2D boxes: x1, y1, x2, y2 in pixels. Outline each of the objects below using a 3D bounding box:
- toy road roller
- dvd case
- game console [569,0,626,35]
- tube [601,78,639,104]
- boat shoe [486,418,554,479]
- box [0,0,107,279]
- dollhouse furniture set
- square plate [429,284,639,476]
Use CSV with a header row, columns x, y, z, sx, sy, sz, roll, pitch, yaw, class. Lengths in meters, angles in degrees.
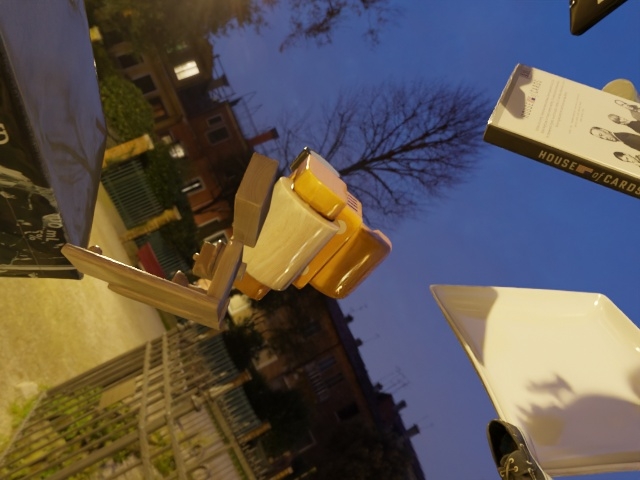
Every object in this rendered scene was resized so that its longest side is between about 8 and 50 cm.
x,y,z,sx,sy,sz,roll,pitch,yaw,class
0.000,0.000,0.889,0.240,0.202,0.329,40,15,-8,toy road roller
0.321,-0.122,0.600,0.238,0.179,0.030,24,-45,13,dvd case
0.315,-0.274,0.521,0.122,0.071,0.108,144,-50,-75,game console
0.636,-0.238,1.058,0.240,0.070,0.062,22,38,-38,tube
0.199,0.233,0.531,0.040,0.049,0.142,32,14,-3,boat shoe
-0.511,-0.192,0.549,0.480,0.471,0.298,112,-25,-56,box
-0.124,-0.012,0.483,0.123,0.151,0.144,20,-22,-3,dollhouse furniture set
0.365,0.191,0.765,0.347,0.343,0.049,-106,-156,-56,square plate
